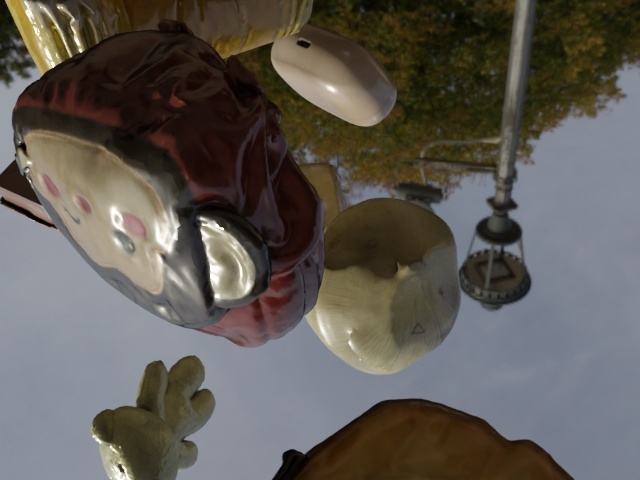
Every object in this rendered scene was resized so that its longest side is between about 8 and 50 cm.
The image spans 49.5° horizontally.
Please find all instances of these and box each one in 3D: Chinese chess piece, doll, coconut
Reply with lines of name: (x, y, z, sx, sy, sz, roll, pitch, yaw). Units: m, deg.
Chinese chess piece: (0.000, 0.000, 1.200, 0.112, 0.270, 0.270, -14, -139, 6)
doll: (-0.270, 0.312, 1.164, 0.175, 0.149, 0.278, 45, -152, 1)
coconut: (0.073, 0.056, 0.836, 0.224, 0.224, 0.224, -3, -139, 3)

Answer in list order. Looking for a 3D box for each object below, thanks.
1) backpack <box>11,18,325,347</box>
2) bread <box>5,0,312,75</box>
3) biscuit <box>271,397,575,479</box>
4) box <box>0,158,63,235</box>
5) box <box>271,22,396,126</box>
backpack: (-0.084, -0.023, 0.458, 0.229, 0.229, 0.139, 27, -122, 31)
bread: (-0.142, -0.228, 0.661, 0.288, 0.119, 0.152, -25, -144, -28)
biscuit: (0.039, 0.202, 0.380, 0.260, 0.041, 0.203, -35, -118, -18)
box: (-0.487, -0.123, 1.354, 0.215, 0.086, 0.215, 23, -118, 19)
box: (0.017, -0.232, 0.968, 0.200, 0.146, 0.088, 37, -87, 42)
